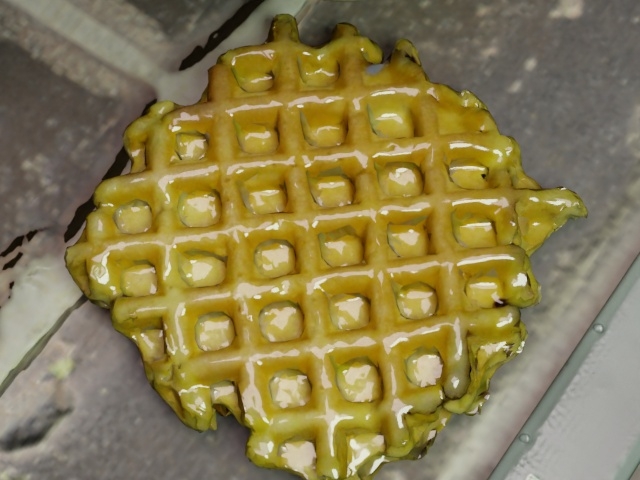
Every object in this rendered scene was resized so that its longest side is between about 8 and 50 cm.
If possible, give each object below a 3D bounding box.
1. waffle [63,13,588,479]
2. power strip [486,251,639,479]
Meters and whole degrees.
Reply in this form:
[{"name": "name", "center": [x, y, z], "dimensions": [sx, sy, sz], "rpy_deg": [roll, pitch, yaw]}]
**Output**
[{"name": "waffle", "center": [0.000, -0.001, 0.850], "dimensions": [0.254, 0.052, 0.245], "rpy_deg": [38, 76, 18]}, {"name": "power strip", "center": [0.144, 0.091, 0.813], "dimensions": [0.060, 0.027, 0.252], "rpy_deg": [33, 75, 15]}]
